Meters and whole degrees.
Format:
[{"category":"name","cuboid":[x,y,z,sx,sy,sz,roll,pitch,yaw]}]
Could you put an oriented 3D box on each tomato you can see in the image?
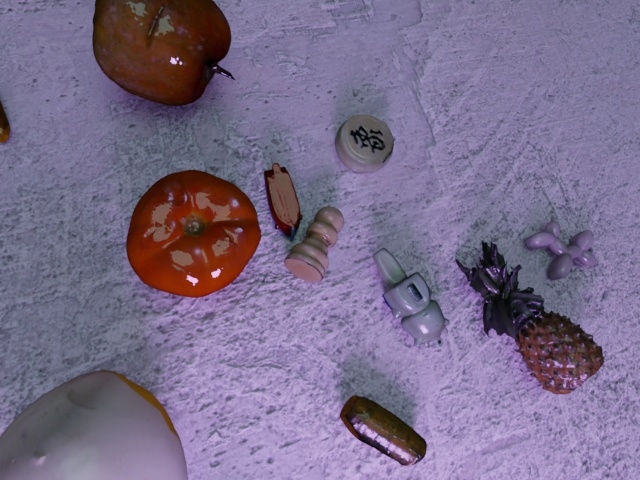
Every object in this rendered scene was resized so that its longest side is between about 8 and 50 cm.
[{"category":"tomato","cuboid":[-0.246,-0.007,0.954,0.259,0.180,0.260,3,73,-12]}]

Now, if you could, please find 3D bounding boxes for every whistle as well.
[{"category":"whistle","cuboid":[0.191,0.126,1.051,0.110,0.092,0.245,-32,82,-19]}]

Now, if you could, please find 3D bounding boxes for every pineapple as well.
[{"category":"pineapple","cuboid":[0.440,0.163,1.076,0.165,0.166,0.365,-35,74,-21]}]

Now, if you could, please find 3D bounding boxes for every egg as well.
[{"category":"egg","cuboid":[-0.347,0.385,0.744,0.282,0.283,0.345,-21,83,-18]}]

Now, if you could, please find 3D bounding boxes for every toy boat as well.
[{"category":"toy boat","cuboid":[-0.084,-0.084,1.082,0.069,0.059,0.173,-15,82,-16]}]

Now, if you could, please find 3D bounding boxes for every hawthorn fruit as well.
[{"category":"hawthorn fruit","cuboid":[-0.319,-0.426,1.041,0.300,0.267,0.268,17,68,-16]}]

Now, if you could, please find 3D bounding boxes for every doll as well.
[{"category":"doll","cuboid":[0.606,0.019,1.196,0.160,0.059,0.161,-33,80,-19]}]

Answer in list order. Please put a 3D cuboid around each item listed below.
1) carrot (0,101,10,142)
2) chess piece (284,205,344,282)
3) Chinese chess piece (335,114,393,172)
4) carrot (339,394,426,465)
[{"category":"carrot","cuboid":[-0.699,-0.285,1.028,0.042,0.042,0.171,-23,75,-19]},{"category":"chess piece","cuboid":[0.000,0.000,1.056,0.094,0.094,0.171,31,63,-1]},{"category":"Chinese chess piece","cuboid":[0.107,-0.235,1.174,0.143,0.058,0.144,4,71,-12]},{"category":"carrot","cuboid":[0.121,0.376,0.956,0.173,0.082,0.082,37,68,-1]}]
